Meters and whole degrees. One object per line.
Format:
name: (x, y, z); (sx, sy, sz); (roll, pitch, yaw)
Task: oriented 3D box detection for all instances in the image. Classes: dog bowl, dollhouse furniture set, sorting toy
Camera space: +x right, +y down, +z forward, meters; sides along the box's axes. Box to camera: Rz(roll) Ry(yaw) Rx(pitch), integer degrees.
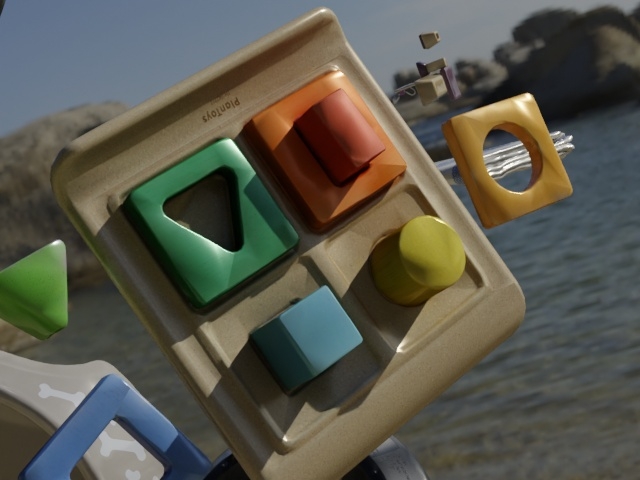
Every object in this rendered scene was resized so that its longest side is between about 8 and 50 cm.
dog bowl: (-0.306, 0.256, 1.193); (0.348, 0.349, 0.102); (-16, 10, 21)
dollhouse furniture set: (0.107, -0.196, 1.514); (0.081, 0.091, 0.114); (-18, 7, 23)
sorting toy: (0.000, 0.000, 0.587); (0.347, 0.196, 0.047); (-35, 3, -31)

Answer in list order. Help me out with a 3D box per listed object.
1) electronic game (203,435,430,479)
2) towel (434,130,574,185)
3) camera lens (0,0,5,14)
electronic game: (-0.021, 0.222, 0.841); (0.229, 0.229, 0.048); (-19, -41, 24)
towel: (0.135, -0.073, 1.491); (0.285, 0.034, 0.209); (-12, 5, 46)
camera lens: (-0.583, -0.366, 1.710); (0.274, 0.219, 0.219); (19, -17, -32)
